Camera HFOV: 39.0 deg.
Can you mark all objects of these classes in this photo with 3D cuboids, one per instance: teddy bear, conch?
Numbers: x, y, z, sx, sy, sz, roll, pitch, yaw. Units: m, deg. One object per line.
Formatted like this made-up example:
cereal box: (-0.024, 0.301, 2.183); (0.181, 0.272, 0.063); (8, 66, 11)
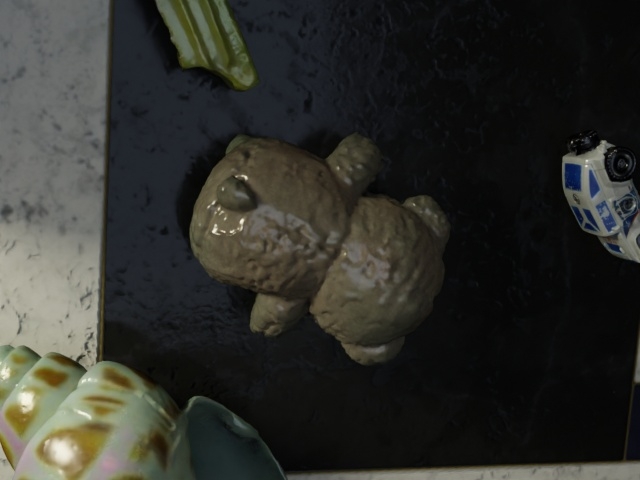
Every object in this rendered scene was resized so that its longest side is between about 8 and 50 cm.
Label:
teddy bear: (-0.001, 0.000, 0.937); (0.267, 0.151, 0.236); (23, 95, -16)
conch: (-0.188, 0.239, 0.911); (0.249, 0.197, 0.368); (-37, 104, -44)

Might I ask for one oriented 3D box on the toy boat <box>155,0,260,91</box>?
toy boat: (-0.138, -0.273, 0.879); (0.084, 0.111, 0.276); (-18, 103, -6)

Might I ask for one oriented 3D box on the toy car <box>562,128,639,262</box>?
toy car: (0.333, -0.049, 1.050); (0.070, 0.080, 0.171); (-31, 105, -7)
